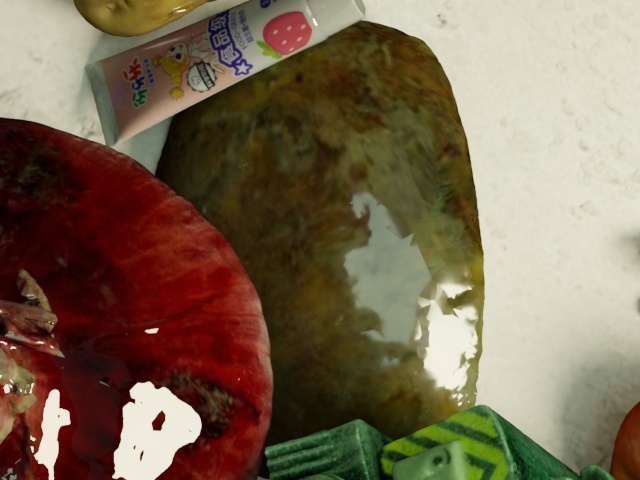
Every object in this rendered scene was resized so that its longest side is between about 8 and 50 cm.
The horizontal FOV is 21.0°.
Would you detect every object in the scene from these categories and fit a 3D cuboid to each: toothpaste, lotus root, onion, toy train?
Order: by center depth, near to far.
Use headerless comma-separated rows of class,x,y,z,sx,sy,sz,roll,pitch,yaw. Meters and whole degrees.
onion,-0.196,0.083,1.018,0.348,0.285,0.347,1,84,-7
toy train,0.106,0.201,1.108,0.330,0.178,0.138,39,32,-50
toothpaste,-0.065,-0.128,1.149,0.194,0.043,0.067,-23,66,13
lotus root,0.004,-0.001,1.167,0.210,0.142,0.314,-12,91,-18

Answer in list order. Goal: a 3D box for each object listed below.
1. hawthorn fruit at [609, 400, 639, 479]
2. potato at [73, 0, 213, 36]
hawthorn fruit,0.333,0.202,1.260,0.243,0.207,0.207,8,86,-37
potato,-0.091,-0.211,1.140,0.176,0.137,0.137,-29,98,-19
